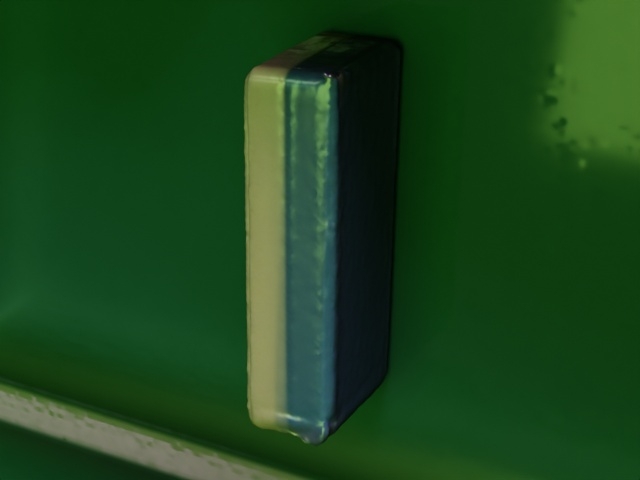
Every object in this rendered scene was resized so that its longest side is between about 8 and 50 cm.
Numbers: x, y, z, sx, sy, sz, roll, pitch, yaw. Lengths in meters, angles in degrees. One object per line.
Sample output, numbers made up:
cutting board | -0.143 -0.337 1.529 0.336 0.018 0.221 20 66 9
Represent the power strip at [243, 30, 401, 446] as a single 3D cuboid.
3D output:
power strip | 0.000 0.000 0.520 0.032 0.056 0.123 9 112 22
